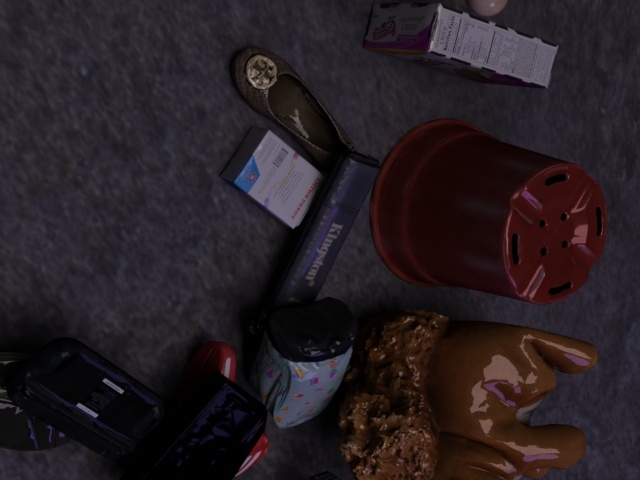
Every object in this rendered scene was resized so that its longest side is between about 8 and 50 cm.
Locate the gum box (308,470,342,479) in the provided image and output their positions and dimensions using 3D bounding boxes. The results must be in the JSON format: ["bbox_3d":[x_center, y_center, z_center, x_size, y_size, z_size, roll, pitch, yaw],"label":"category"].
[{"bbox_3d":[0.051,0.433,1.383,0.041,0.184,0.157,-10,108,-38],"label":"gum box"}]

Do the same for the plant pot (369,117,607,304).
[{"bbox_3d":[0.258,-0.032,1.458,0.272,0.265,0.272,-8,106,-30],"label":"plant pot"}]

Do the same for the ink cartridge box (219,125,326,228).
[{"bbox_3d":[-0.064,-0.087,1.368,0.122,0.052,0.088,38,80,-32],"label":"ink cartridge box"}]

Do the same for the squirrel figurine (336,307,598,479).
[{"bbox_3d":[0.189,0.305,1.474,0.397,0.281,0.371,16,78,-17],"label":"squirrel figurine"}]

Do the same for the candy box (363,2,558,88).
[{"bbox_3d":[0.203,-0.281,1.428,0.233,0.159,0.071,10,96,-33],"label":"candy box"}]

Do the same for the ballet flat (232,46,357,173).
[{"bbox_3d":[-0.026,-0.174,1.368,0.084,0.058,0.250,-52,122,-12],"label":"ballet flat"}]

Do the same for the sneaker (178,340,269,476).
[{"bbox_3d":[-0.131,0.242,1.400,0.128,0.087,0.221,2,113,-41],"label":"sneaker"}]

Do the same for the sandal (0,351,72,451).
[{"bbox_3d":[-0.427,0.174,1.188,0.302,0.086,0.120,13,100,-19],"label":"sandal"}]

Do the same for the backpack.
[{"bbox_3d":[-0.034,0.175,1.384,0.152,0.115,0.182,-4,138,-30],"label":"backpack"}]

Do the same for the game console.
[{"bbox_3d":[-0.225,0.225,1.241,0.213,0.044,0.361,-48,131,-4],"label":"game console"}]

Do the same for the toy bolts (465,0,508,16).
[{"bbox_3d":[0.219,-0.402,1.387,0.218,0.228,0.158,18,104,-48],"label":"toy bolts"}]

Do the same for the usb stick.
[{"bbox_3d":[0.000,0.000,1.397,0.077,0.045,0.278,12,109,-47],"label":"usb stick"}]
